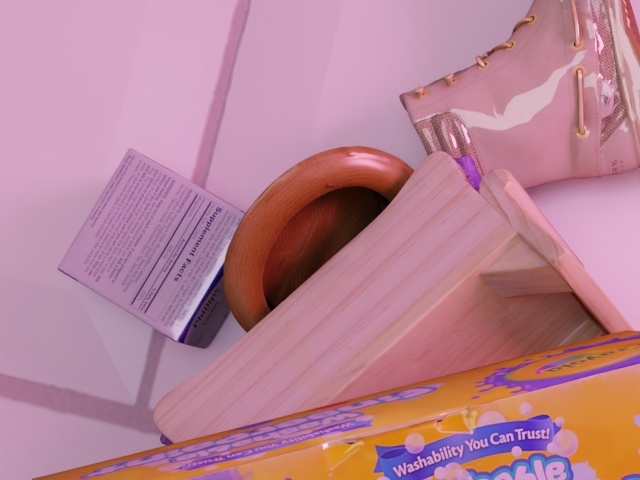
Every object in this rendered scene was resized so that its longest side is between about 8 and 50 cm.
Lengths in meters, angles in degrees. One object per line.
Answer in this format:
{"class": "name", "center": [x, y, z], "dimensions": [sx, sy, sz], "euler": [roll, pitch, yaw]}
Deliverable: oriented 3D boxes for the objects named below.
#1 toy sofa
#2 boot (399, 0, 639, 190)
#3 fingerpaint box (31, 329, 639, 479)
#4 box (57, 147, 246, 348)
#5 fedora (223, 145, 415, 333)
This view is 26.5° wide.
{"class": "toy sofa", "center": [0.054, 0.113, 1.076], "dimensions": [0.362, 0.150, 0.177], "euler": [-43, 40, 4]}
{"class": "boot", "center": [0.159, -0.162, 1.137], "dimensions": [0.204, 0.095, 0.261], "euler": [-17, 83, 12]}
{"class": "fingerpaint box", "center": [0.069, 0.286, 0.882], "dimensions": [0.445, 0.163, 0.371], "euler": [-13, 91, -12]}
{"class": "box", "center": [-0.134, 0.009, 1.192], "dimensions": [0.137, 0.072, 0.126], "euler": [30, 87, 19]}
{"class": "fedora", "center": [0.000, 0.000, 1.137], "dimensions": [0.194, 0.194, 0.079], "euler": [-42, 33, 3]}
